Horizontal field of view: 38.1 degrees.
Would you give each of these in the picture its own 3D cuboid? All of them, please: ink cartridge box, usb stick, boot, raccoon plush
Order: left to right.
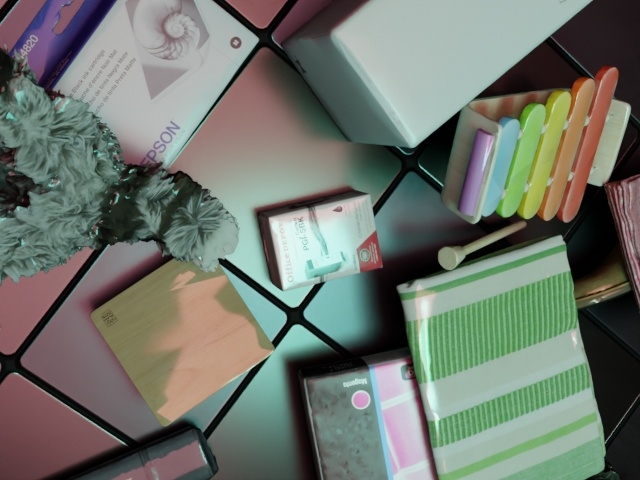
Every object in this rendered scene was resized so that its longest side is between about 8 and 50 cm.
[{"bbox_3d":[-0.339,-0.082,1.013,0.216,0.299,0.446,-54,139,-1],"label":"raccoon plush"},{"bbox_3d":[-0.263,0.311,1.136,0.277,0.045,0.077,-22,103,-12],"label":"usb stick"},{"bbox_3d":[-0.222,-0.215,1.081,0.224,0.045,0.223,35,87,-16],"label":"ink cartridge box"},{"bbox_3d":[0.000,0.000,1.164,0.135,0.056,0.099,-14,101,-14],"label":"ink cartridge box"},{"bbox_3d":[0.091,0.330,1.190,0.175,0.069,0.371,-11,97,-8],"label":"ink cartridge box"},{"bbox_3d":[0.436,0.005,1.275,0.305,0.112,0.115,-26,87,-18],"label":"boot"}]

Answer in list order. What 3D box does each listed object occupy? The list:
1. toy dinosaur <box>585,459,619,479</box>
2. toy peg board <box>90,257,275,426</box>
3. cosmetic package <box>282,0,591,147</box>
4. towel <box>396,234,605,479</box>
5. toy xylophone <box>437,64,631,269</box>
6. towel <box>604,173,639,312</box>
[{"bbox_3d":[0.358,0.421,1.294,0.321,0.164,0.218,17,109,-46],"label":"toy dinosaur"},{"bbox_3d":[-0.167,0.113,1.133,0.161,0.079,0.161,-34,89,-10],"label":"toy peg board"},{"bbox_3d":[0.194,-0.311,1.090,0.453,0.230,0.161,-39,106,-7],"label":"cosmetic package"},{"bbox_3d":[0.235,0.177,1.173,0.247,0.038,0.325,-17,99,-19],"label":"towel"},{"bbox_3d":[0.249,-0.083,1.117,0.322,0.081,0.236,-24,130,-39],"label":"toy xylophone"},{"bbox_3d":[0.545,-0.001,1.233,0.328,0.037,0.237,-16,89,-20],"label":"towel"}]
